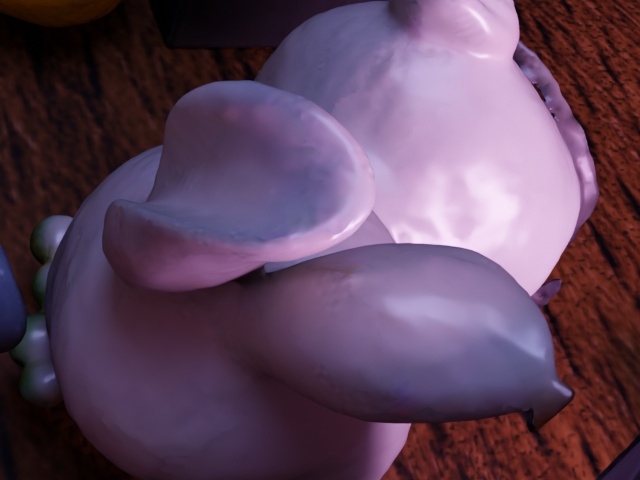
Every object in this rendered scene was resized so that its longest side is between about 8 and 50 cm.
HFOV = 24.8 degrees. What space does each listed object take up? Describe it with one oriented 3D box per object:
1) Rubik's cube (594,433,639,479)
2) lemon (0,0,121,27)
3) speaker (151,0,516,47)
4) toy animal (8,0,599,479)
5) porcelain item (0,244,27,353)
[{"bbox_3d":[0.139,0.233,0.452,0.260,0.255,0.259,32,46,5],"label":"Rubik's cube"},{"bbox_3d":[-0.158,-0.178,0.779,0.155,0.114,0.114,27,46,0],"label":"lemon"},{"bbox_3d":[0.002,-0.264,0.879,0.232,0.184,0.254,-3,54,-26],"label":"speaker"},{"bbox_3d":[-0.002,0.006,0.613,0.183,0.247,0.310,52,35,1],"label":"toy animal"},{"bbox_3d":[-0.235,0.060,0.528,0.259,0.141,0.141,-26,65,-30],"label":"porcelain item"}]
